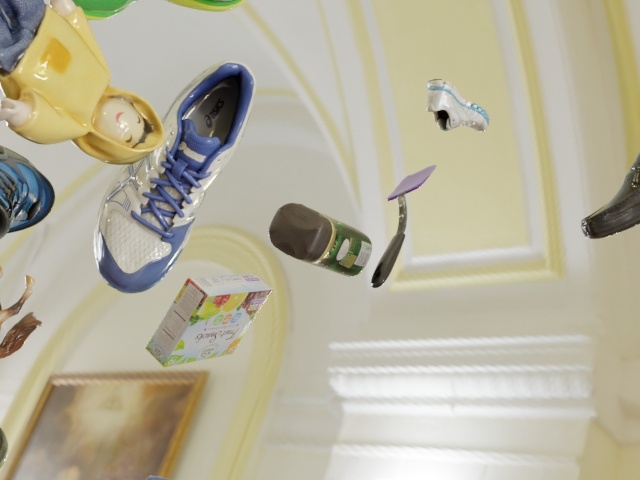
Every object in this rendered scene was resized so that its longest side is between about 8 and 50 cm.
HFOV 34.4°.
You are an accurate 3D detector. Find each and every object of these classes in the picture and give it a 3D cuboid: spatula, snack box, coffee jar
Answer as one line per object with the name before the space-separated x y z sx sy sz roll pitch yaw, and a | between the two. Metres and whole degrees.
spatula | 0.130 -0.029 1.689 0.084 0.296 0.030 -24 -58 38
snack box | -0.124 0.088 1.173 0.037 0.100 0.141 41 18 21
coffee jar | 0.000 0.000 1.584 0.096 0.079 0.184 27 2 30

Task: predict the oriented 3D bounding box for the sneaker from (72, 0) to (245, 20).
sneaker | -0.194 -0.331 1.202 0.295 0.109 0.123 -14 -15 -37

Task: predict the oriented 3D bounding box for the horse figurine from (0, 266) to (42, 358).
horse figurine | -0.512 0.094 1.438 0.263 0.174 0.066 33 -23 -26

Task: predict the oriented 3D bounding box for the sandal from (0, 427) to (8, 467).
sandal | -0.524 0.250 1.274 0.302 0.120 0.086 15 -45 17

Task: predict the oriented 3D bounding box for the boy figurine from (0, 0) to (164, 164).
boy figurine | -0.263 -0.165 1.010 0.092 0.177 0.285 -13 -48 30

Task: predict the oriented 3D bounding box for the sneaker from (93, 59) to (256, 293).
sneaker | -0.168 -0.082 1.171 0.111 0.296 0.131 27 -14 -10

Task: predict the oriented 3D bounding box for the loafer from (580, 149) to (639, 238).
loafer | 0.417 -0.079 1.297 0.078 0.223 0.076 57 0 -3

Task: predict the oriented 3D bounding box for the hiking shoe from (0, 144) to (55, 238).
hiking shoe | -0.355 -0.030 1.042 0.132 0.113 0.304 35 10 18

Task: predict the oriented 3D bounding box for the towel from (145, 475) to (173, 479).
towel | -0.186 0.417 1.123 0.243 0.336 0.040 7 -45 31

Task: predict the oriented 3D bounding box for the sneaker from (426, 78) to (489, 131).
sneaker | 0.277 -0.257 2.145 0.190 0.083 0.071 27 -18 -39
